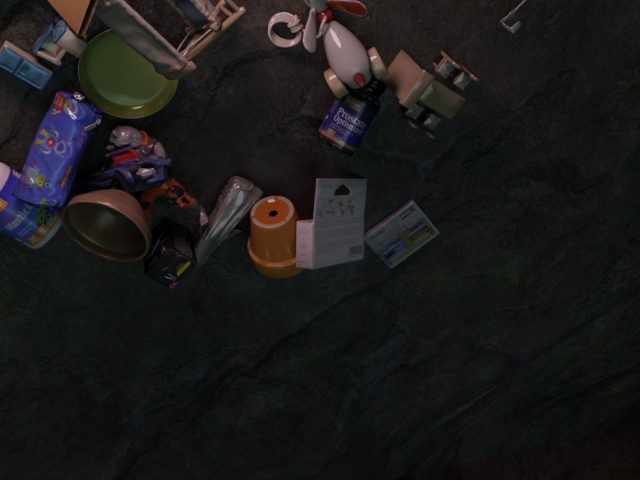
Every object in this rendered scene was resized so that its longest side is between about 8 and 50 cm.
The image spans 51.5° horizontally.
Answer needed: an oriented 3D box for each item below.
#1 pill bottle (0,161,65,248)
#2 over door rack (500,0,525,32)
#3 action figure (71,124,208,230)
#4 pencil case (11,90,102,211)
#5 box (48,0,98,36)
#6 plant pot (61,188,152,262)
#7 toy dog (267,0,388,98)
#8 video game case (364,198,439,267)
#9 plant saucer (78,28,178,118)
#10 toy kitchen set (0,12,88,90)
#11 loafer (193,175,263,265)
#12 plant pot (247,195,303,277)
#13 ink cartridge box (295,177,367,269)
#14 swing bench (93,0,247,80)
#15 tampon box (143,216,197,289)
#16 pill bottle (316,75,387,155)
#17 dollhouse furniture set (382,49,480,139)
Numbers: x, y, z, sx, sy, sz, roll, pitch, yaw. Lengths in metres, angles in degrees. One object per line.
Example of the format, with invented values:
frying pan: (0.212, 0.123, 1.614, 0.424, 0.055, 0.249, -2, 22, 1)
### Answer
pill bottle: (-0.815, -0.106, 1.714, 0.152, 0.152, 0.272, -39, 130, 13)
over door rack: (0.508, -0.740, 1.689, 0.324, 0.108, 0.239, -52, 129, -4)
action figure: (-0.499, -0.168, 1.815, 0.342, 0.178, 0.330, -3, 128, 21)
pencil case: (-0.642, -0.218, 1.638, 0.306, 0.133, 0.119, -65, 165, 3)
box: (-0.533, -0.562, 1.428, 0.021, 0.201, 0.164, -5, 134, -51)
plant pot: (-0.546, -0.057, 1.744, 0.238, 0.109, 0.237, 9, 140, 7)
toy dog: (0.041, -0.495, 1.660, 0.334, 0.161, 0.220, 35, 108, -22)
video game case: (0.274, -0.020, 2.252, 0.212, 0.023, 0.193, -37, 129, 10)
plant saucer: (-0.479, -0.421, 1.659, 0.241, 0.037, 0.240, -10, 129, -13)
toy kitchen set: (-0.638, -0.431, 1.509, 0.122, 0.166, 0.207, 31, 112, -36)
loafer: (-0.286, -0.043, 1.978, 0.112, 0.112, 0.319, 26, 114, -25)
plant pot: (-0.128, -0.024, 1.969, 0.205, 0.205, 0.187, -18, 140, -5)
ink cartridge box: (0.038, -0.059, 1.995, 0.296, 0.066, 0.260, -8, 102, -57)
swing bench: (-0.356, -0.529, 1.503, 0.254, 0.165, 0.253, -46, 127, 6)
tampon box: (-0.446, 0.037, 1.952, 0.120, 0.161, 0.101, -44, 128, 17)
pill bottle: (0.090, -0.356, 1.844, 0.123, 0.123, 0.219, 23, 103, -32)
dollhouse furniture set: (0.313, -0.411, 1.864, 0.242, 0.161, 0.212, 22, 117, -32)
